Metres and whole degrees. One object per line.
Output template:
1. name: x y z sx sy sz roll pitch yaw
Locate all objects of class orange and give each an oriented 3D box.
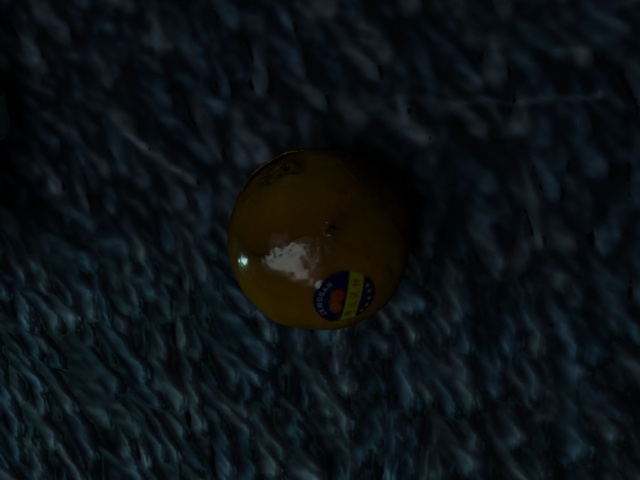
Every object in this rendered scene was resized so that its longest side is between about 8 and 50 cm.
1. orange: 0.000 -0.001 0.703 0.083 0.083 0.083 13 118 26

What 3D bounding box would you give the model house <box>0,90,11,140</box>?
1. model house: -0.261 -0.069 0.755 0.154 0.207 0.294 7 115 26
